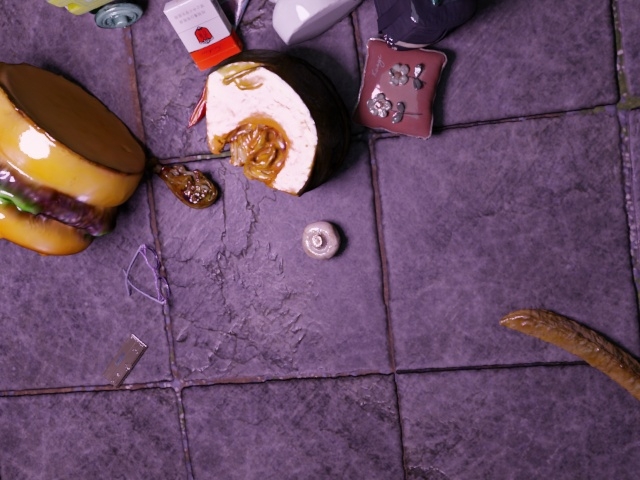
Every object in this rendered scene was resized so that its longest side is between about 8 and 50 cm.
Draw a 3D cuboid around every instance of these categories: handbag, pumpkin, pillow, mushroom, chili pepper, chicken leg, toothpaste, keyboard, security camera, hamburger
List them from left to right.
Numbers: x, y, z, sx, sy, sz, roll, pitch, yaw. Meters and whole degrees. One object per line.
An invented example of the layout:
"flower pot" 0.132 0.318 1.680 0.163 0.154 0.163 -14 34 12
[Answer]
"hamburger" -0.572 -0.153 1.822 0.396 0.396 0.277 44 105 5
"keyboard" -0.447 0.274 2.023 0.049 0.015 0.129 40 105 11
"chicken leg" -0.300 -0.132 1.906 0.178 0.070 0.093 31 129 21
"chili pepper" -0.234 -0.306 1.881 0.045 0.027 0.178 35 104 11
"toothpaste" -0.152 -0.532 1.827 0.062 0.037 0.216 37 110 10
"pumpkin" -0.084 -0.238 1.763 0.303 0.225 0.256 29 108 2
"security camera" -0.047 -0.524 1.723 0.194 0.194 0.236 -31 88 16
"mushroom" 0.000 0.000 1.845 0.083 0.067 0.084 2 95 20
"pillow" 0.154 -0.301 1.761 0.171 0.075 0.179 14 100 12
"handbag" 0.185 -0.496 1.674 0.181 0.181 0.255 -17 92 -15

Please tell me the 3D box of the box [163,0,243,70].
"box" -0.238 -0.434 1.817 0.100 0.048 0.152 -18 131 18

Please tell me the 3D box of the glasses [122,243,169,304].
"glasses" -0.402 0.086 1.961 0.103 0.062 0.140 -18 92 17

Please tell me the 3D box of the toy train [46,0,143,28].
"toy train" -0.358 -0.570 1.745 0.441 0.272 0.179 -19 83 16

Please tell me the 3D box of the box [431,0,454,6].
"box" 0.306 -0.588 1.575 0.336 0.106 0.264 -22 94 -23

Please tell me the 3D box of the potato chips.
"potato chips" 0.549 0.235 1.748 0.406 0.057 0.080 32 117 7
